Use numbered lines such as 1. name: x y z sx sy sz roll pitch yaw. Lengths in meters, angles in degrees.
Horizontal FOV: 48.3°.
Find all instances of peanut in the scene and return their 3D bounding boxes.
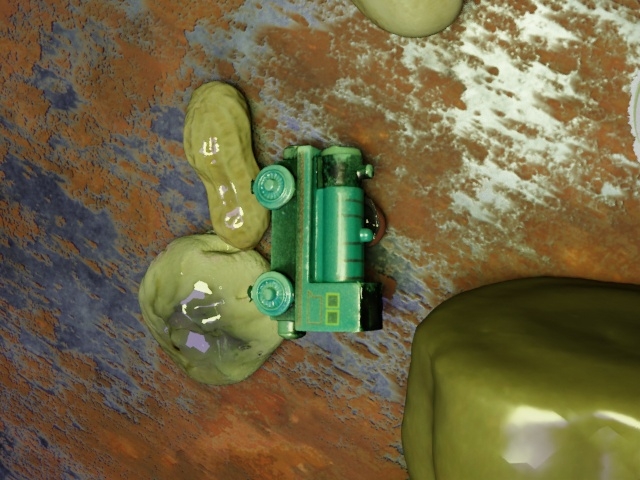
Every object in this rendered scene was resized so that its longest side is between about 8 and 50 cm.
1. peanut: -0.146 -0.114 1.128 0.111 0.125 0.274 -12 101 24

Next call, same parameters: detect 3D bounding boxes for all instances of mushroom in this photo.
1. mushroom: 0.118 -0.367 0.914 0.209 0.206 0.206 -29 94 26

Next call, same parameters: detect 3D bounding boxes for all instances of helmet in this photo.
1. helmet: 0.075 -0.030 1.113 0.065 0.049 0.084 -8 86 42

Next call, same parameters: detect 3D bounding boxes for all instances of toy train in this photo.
1. toy train: 0.000 0.000 1.074 0.194 0.120 0.298 -2 85 28

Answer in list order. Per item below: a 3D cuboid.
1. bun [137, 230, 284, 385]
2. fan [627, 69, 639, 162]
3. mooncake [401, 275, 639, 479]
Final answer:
1. bun: -0.188 0.123 1.198 0.273 0.168 0.272 7 115 15
2. fan: 0.515 -0.251 0.898 0.233 0.012 0.414 1 109 20
3. mooncake: 0.337 0.217 0.878 0.467 0.467 0.262 4 103 20
